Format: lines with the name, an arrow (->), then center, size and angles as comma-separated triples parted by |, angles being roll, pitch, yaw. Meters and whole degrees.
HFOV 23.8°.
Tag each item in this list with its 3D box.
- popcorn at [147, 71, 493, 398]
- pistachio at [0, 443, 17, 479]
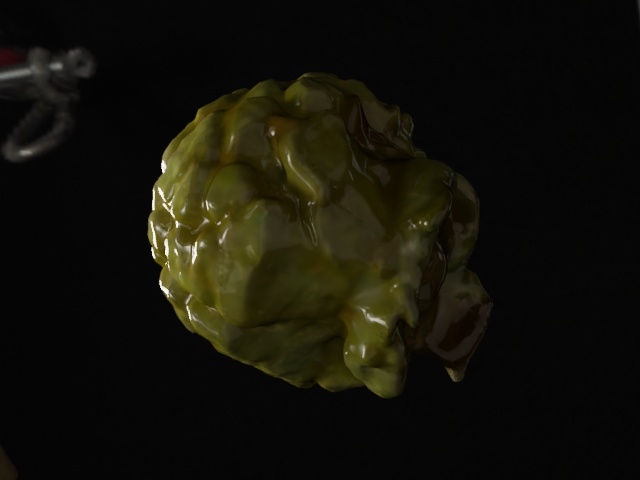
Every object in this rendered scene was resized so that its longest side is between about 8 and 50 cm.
popcorn -> 0.000, 0.000, 1.114 | 0.270, 0.258, 0.224 | 34, -83, -20
pistachio -> -0.307, 0.188, 1.179 | 0.152, 0.223, 0.126 | 13, -92, -25
